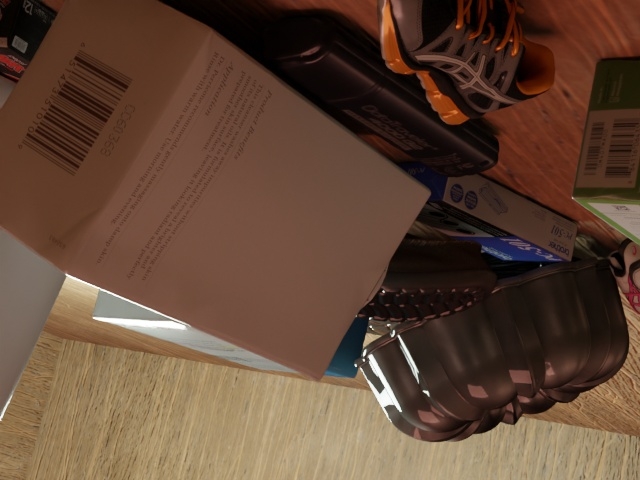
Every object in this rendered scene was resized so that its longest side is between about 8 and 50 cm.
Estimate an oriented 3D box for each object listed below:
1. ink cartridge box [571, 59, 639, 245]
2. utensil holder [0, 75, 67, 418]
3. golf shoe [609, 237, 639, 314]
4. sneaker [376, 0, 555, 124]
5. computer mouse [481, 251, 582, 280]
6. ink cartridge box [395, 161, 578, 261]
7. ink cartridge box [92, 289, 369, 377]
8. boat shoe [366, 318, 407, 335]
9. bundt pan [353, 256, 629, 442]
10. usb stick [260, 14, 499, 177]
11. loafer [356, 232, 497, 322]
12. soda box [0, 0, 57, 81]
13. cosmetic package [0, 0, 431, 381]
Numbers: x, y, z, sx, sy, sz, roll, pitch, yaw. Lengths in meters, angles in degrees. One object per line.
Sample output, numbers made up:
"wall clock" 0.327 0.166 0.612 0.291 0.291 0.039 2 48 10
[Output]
"ink cartridge box" 0.275 -0.049 1.043 0.062 0.109 0.209 3 166 40
"utensil holder" -0.411 0.023 1.325 0.328 0.385 0.327 22 173 3
"golf shoe" 0.360 0.035 1.500 0.086 0.067 0.186 38 174 13
"sneaker" 0.094 -0.143 0.902 0.083 0.084 0.215 -7 165 23
"computer mouse" 0.244 0.038 1.652 0.184 0.060 0.262 -11 159 28
"ink cartridge box" 0.167 -0.028 1.422 0.207 0.046 0.097 22 166 -38
"ink cartridge box" -0.097 0.038 1.643 0.270 0.197 0.198 21 166 -36
"boat shoe" 0.047 0.060 1.810 0.123 0.116 0.324 27 160 -26
"bundt pan" 0.214 0.142 1.581 0.331 0.124 0.331 -18 163 -6
"usb stick" 0.056 -0.115 1.132 0.077 0.045 0.278 -5 160 37
"loafer" 0.000 0.000 1.399 0.366 0.130 0.134 5 163 7
"soda box" -0.242 -0.163 1.206 0.060 0.053 0.169 7 166 27
"cosmetic package" -0.088 -0.040 1.151 0.156 0.217 0.385 31 179 33
